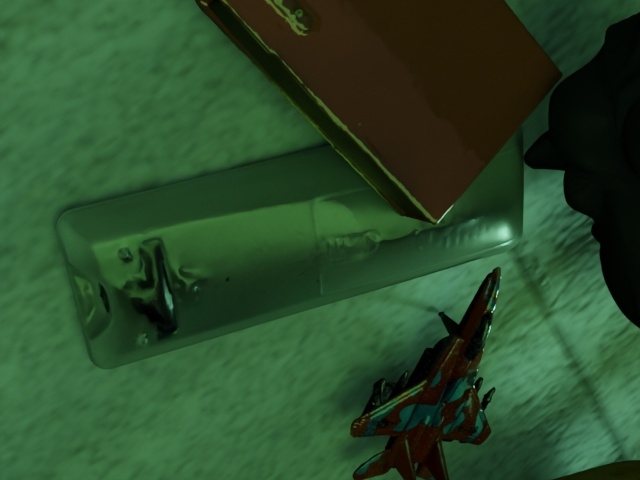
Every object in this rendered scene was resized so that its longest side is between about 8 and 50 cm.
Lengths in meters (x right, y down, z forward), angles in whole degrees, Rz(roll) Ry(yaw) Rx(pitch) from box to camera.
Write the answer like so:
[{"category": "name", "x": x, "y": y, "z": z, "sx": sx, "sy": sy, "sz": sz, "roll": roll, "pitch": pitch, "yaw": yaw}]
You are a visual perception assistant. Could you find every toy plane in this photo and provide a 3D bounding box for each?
[{"category": "toy plane", "x": 0.090, "y": 0.101, "z": 0.663, "sx": 0.130, "sy": 0.061, "sz": 0.189, "roll": 11, "pitch": 102, "yaw": -28}]

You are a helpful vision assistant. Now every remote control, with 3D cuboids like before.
[{"category": "remote control", "x": 0.000, "y": 0.000, "z": 0.576, "sx": 0.313, "sy": 0.055, "sz": 0.109, "roll": -16, "pitch": 118, "yaw": -18}]

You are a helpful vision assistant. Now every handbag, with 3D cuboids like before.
[{"category": "handbag", "x": 0.037, "y": -0.118, "z": 0.518, "sx": 0.190, "sy": 0.063, "sz": 0.127, "roll": 43, "pitch": 82, "yaw": -22}]

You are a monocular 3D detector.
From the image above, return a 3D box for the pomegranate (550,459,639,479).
[{"category": "pomegranate", "x": 0.262, "y": 0.384, "z": 0.682, "sx": 0.417, "sy": 0.417, "sz": 0.416, "roll": -10, "pitch": 116, "yaw": -21}]

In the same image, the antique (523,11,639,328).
[{"category": "antique", "x": 0.282, "y": -0.057, "z": 0.595, "sx": 0.255, "sy": 0.185, "sz": 0.322, "roll": -37, "pitch": 127, "yaw": -16}]
